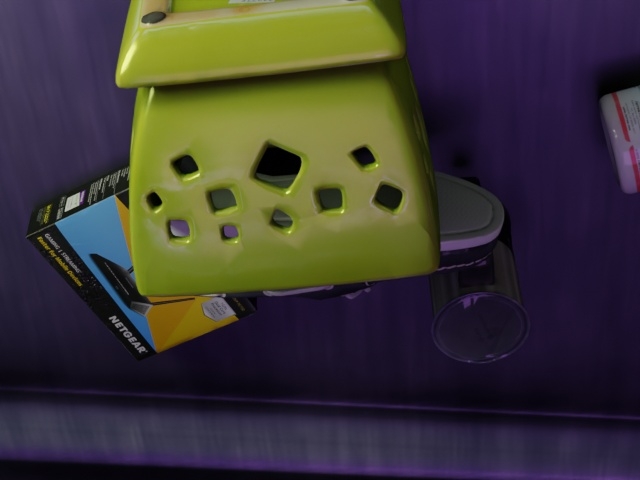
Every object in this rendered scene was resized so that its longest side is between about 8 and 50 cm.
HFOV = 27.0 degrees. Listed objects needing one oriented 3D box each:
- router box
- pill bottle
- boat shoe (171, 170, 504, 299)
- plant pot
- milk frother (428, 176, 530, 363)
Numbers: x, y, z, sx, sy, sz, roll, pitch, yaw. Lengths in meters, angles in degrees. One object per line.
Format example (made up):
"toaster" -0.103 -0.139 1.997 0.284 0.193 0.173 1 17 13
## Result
"router box" -0.158 0.018 1.205 0.133 0.046 0.179 -24 127 17
"pill bottle" 0.315 -0.097 1.093 0.160 0.087 0.087 -14 129 10
"boat shoe" 0.000 0.000 1.094 0.302 0.114 0.091 5 125 17
"plant pot" -0.035 -0.109 0.993 0.228 0.227 0.207 -6 124 3
"milk frother" 0.097 0.025 1.160 0.143 0.135 0.129 -19 128 14
